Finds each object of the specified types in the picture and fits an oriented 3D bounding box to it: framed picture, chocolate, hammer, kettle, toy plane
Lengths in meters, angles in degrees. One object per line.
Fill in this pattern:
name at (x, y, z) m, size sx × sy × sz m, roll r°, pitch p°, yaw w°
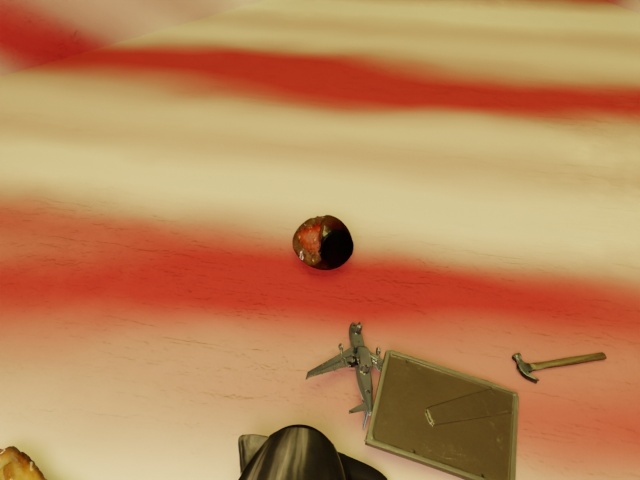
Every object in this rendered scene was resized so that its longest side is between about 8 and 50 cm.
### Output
framed picture at (0.218, 0.308, 0.910) m, size 0.259 × 0.023 × 0.189 m, roll 18°, pitch 49°, yaw 2°
chocolate at (0.000, 0.000, 1.171) m, size 0.124 × 0.127 × 0.133 m, roll -36°, pitch 42°, yaw -12°
hammer at (0.468, 0.238, 1.008) m, size 0.181 × 0.017 × 0.062 m, roll -6°, pitch 47°, yaw -6°
kettle at (-0.021, 0.387, 0.756) m, size 0.250 × 0.208 × 0.271 m, roll -8°, pitch 28°, yaw 9°
toy plane at (0.078, 0.239, 0.987) m, size 0.225 × 0.058 × 0.226 m, roll 9°, pitch 45°, yaw -13°

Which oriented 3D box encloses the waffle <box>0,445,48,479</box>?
waffle at (-0.482, 0.501, 0.721) m, size 0.304 × 0.078 × 0.348 m, roll 16°, pitch 49°, yaw 26°
